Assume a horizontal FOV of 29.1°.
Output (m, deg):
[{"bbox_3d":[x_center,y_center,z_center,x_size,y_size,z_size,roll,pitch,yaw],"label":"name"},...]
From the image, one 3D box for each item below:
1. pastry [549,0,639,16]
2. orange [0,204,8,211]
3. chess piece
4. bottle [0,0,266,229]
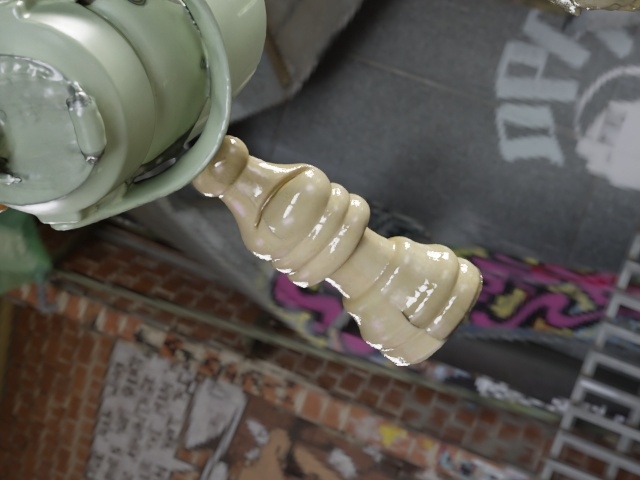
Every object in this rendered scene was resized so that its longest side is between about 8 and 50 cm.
[{"bbox_3d":[0.189,-0.311,0.790,0.329,0.136,0.330,170,90,-69],"label":"pastry"},{"bbox_3d":[-0.382,-0.074,1.415,0.086,0.062,0.086,-20,-90,-87],"label":"orange"},{"bbox_3d":[0.000,0.000,1.233,0.124,0.307,0.139,-60,20,-10],"label":"chess piece"},{"bbox_3d":[-0.181,-0.146,1.022,0.352,0.229,0.229,-60,-14,-61],"label":"bottle"}]
